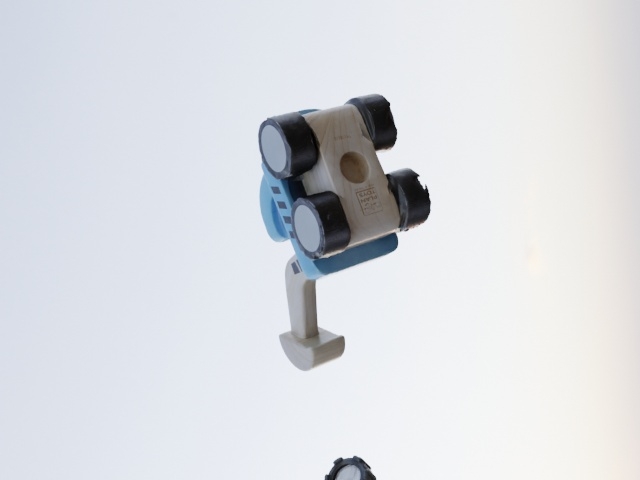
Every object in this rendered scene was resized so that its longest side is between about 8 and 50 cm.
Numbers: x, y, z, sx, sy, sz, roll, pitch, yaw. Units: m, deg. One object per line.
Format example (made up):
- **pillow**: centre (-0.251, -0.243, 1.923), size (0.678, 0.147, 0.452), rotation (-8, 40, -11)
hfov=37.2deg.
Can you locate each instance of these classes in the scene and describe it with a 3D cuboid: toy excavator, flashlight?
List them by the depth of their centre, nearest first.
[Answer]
- **toy excavator**: centre (0.000, 0.000, 1.727), size (0.222, 0.445, 0.432), rotation (-19, -96, -28)
- **flashlight**: centre (0.114, 0.560, 2.005), size (0.103, 0.103, 0.304), rotation (-59, -43, -22)
